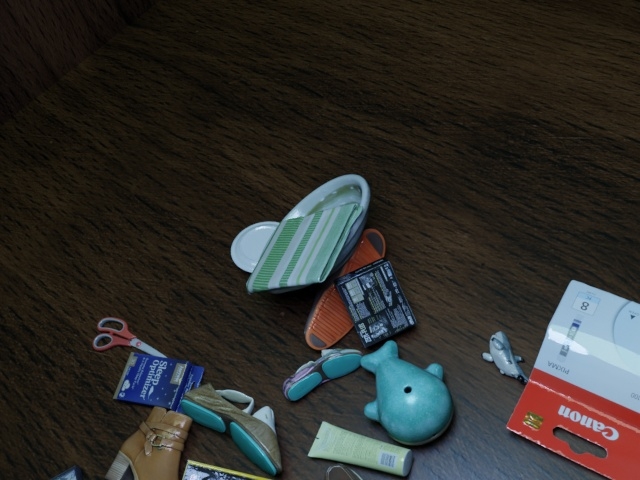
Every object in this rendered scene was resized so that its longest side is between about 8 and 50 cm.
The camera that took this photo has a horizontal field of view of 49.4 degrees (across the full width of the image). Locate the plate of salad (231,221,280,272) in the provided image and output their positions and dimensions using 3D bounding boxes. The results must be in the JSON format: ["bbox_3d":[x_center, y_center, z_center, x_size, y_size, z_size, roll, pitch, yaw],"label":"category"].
[{"bbox_3d":[-0.163,0.024,2.048,0.200,0.048,0.199,-4,49,4],"label":"plate of salad"}]

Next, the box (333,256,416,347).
[{"bbox_3d":[0.137,0.155,1.760,0.147,0.180,0.077,-26,8,-1],"label":"box"}]

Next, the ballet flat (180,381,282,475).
[{"bbox_3d":[-0.194,0.444,1.717,0.343,0.116,0.124,21,44,35],"label":"ballet flat"}]

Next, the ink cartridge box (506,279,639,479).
[{"bbox_3d":[0.628,0.303,1.528,0.308,0.091,0.385,23,62,26],"label":"ink cartridge box"}]

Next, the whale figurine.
[{"bbox_3d":[0.190,0.341,1.627,0.216,0.141,0.272,-30,50,-4],"label":"whale figurine"}]

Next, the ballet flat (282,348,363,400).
[{"bbox_3d":[-0.001,0.323,1.757,0.222,0.076,0.079,-30,31,-4],"label":"ballet flat"}]

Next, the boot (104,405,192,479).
[{"bbox_3d":[-0.367,0.539,1.705,0.284,0.109,0.220,11,54,34],"label":"boot"}]

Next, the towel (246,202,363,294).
[{"bbox_3d":[-0.050,0.025,1.759,0.325,0.038,0.247,-12,42,50],"label":"towel"}]

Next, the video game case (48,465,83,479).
[{"bbox_3d":[-0.676,0.730,1.694,0.248,0.035,0.274,-29,51,-4],"label":"video game case"}]

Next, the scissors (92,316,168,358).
[{"bbox_3d":[-0.528,0.283,1.991,0.297,0.021,0.109,5,56,23],"label":"scissors"}]

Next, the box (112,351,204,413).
[{"bbox_3d":[-0.435,0.381,1.871,0.225,0.036,0.136,5,61,20],"label":"box"}]

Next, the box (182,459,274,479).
[{"bbox_3d":[-0.208,0.666,1.495,0.257,0.079,0.321,16,56,-3],"label":"box"}]

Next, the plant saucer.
[{"bbox_3d":[0.000,0.000,1.875,0.400,0.100,0.400,-36,27,22],"label":"plant saucer"}]

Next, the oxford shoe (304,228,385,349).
[{"bbox_3d":[0.047,0.131,1.873,0.133,0.130,0.363,-1,52,53],"label":"oxford shoe"}]

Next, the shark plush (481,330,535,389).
[{"bbox_3d":[0.455,0.281,1.643,0.067,0.073,0.161,-12,39,-30],"label":"shark plush"}]

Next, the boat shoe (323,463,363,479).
[{"bbox_3d":[0.079,0.588,1.506,0.095,0.095,0.257,-31,51,-6],"label":"boat shoe"}]

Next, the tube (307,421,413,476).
[{"bbox_3d":[0.093,0.485,1.611,0.240,0.070,0.062,6,100,28],"label":"tube"}]
